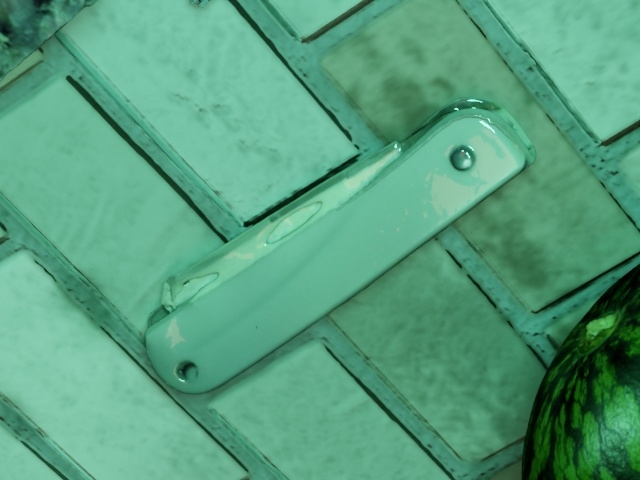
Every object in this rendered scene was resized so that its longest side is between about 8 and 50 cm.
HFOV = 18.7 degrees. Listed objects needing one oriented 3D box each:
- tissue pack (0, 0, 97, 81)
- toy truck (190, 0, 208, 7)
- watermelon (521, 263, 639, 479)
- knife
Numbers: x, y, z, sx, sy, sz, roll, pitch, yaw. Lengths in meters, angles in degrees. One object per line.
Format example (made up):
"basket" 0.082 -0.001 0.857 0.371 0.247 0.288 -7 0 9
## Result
"tissue pack" -0.246 -0.170 0.990 0.173 0.073 0.235 -33 118 21
"toy truck" -0.066 -0.163 1.025 0.032 0.024 0.083 0 126 27
"watermelon" 0.253 0.129 1.075 0.285 0.285 0.285 0 124 0
"knife" 0.003 0.002 1.129 0.265 0.040 0.073 -33 107 20
